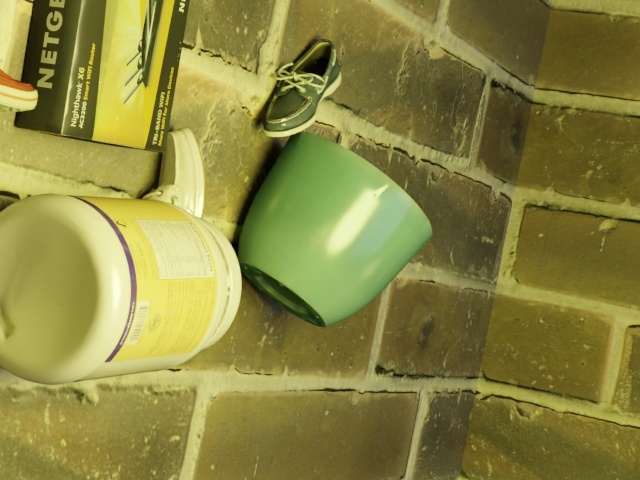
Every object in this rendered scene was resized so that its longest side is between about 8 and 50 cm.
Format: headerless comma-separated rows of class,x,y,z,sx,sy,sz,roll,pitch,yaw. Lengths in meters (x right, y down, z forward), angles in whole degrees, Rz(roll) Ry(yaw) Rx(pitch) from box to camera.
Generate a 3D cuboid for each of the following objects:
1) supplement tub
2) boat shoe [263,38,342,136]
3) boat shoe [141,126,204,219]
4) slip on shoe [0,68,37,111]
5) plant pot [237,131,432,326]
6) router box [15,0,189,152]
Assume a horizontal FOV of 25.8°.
supplement tub,-0.275,0.061,1.853,0.331,0.241,0.241,1,99,-63
boat shoe,-0.030,-0.259,2.366,0.254,0.095,0.079,-50,143,-46
boat shoe,-0.229,-0.036,2.065,0.096,0.098,0.277,3,77,-21
slip on shoe,-0.436,-0.219,1.585,0.331,0.123,0.101,27,72,-57
plant pot,0.000,0.000,2.336,0.235,0.293,0.293,-53,147,-13
router box,-0.282,-0.284,1.886,0.243,0.081,0.308,4,96,-63
